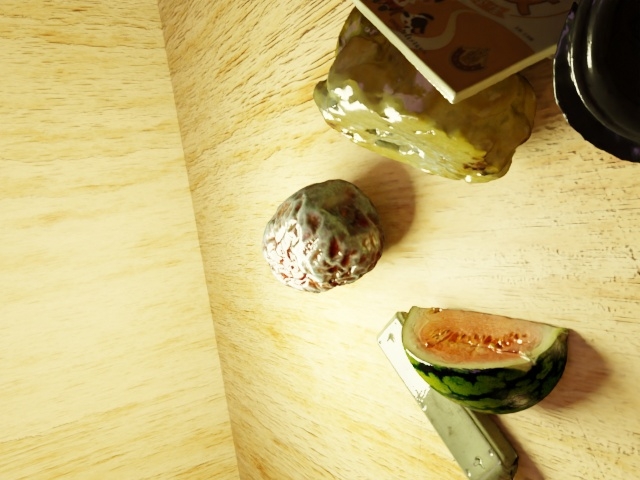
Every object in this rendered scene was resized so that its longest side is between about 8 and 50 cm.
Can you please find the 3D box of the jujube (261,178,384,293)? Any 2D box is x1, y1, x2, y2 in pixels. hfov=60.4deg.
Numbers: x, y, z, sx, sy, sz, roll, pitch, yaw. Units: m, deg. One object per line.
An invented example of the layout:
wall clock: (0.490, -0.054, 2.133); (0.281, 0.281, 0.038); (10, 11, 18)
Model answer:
jujube: (0.000, 0.000, 1.158); (0.317, 0.225, 0.226); (-35, 70, 60)

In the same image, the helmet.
helmet: (0.357, -0.220, 0.510); (0.230, 0.160, 0.279); (31, 137, -2)

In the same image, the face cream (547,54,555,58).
face cream: (0.272, -0.327, 0.721); (0.075, 0.075, 0.230); (-49, 59, 54)

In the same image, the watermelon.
watermelon: (0.222, 0.192, 0.884); (0.303, 0.128, 0.160); (3, 83, 54)

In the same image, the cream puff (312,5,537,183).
cream puff: (0.160, -0.243, 0.783); (0.324, 0.290, 0.257); (-171, 100, -78)

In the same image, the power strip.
power strip: (0.233, 0.296, 1.006); (0.092, 0.066, 0.388); (-57, 48, 29)

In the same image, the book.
book: (0.213, -0.283, 0.633); (0.208, 0.295, 0.020); (56, 167, 30)
